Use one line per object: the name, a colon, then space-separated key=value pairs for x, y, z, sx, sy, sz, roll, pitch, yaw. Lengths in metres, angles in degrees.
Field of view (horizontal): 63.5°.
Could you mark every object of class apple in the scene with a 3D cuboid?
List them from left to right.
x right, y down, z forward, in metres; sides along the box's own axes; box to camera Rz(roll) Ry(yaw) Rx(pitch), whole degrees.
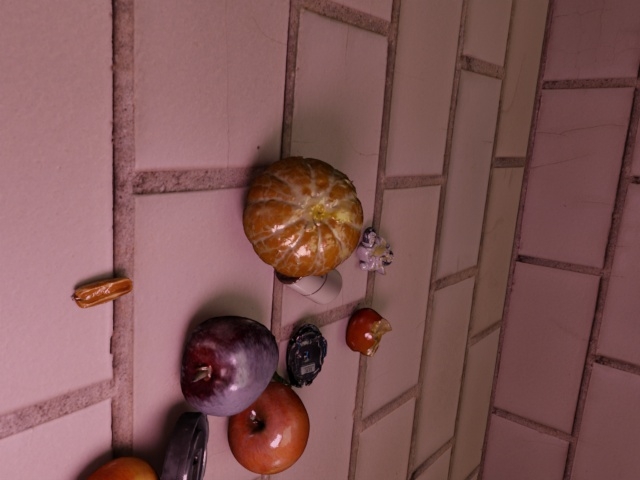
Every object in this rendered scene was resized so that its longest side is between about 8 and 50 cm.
apple: x=-0.470 y=0.613 z=1.173 sx=0.235 sy=0.173 sz=0.210 roll=-64 pitch=145 yaw=-32
apple: x=-0.143 y=0.545 z=1.504 sx=0.254 sy=0.254 sz=0.253 roll=-18 pitch=114 yaw=-47
apple: x=0.162 y=0.332 z=1.874 sx=0.158 sy=0.147 sz=0.156 roll=-52 pitch=168 yaw=-14

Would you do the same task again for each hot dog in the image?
hot dog: x=-0.474 y=0.111 z=1.130 sx=0.133 sy=0.041 sz=0.056 roll=-17 pitch=113 yaw=-39

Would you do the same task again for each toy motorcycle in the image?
toy motorcycle: x=0.195 y=0.055 z=1.885 sx=0.151 sy=0.074 sz=0.228 roll=-60 pitch=140 yaw=-16

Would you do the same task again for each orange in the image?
orange: x=-0.047 y=-0.060 z=1.391 sx=0.329 sy=0.249 sz=0.329 roll=1 pitch=83 yaw=-11

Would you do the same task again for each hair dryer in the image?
hair dryer: x=0.000 y=0.000 z=1.615 sx=0.203 sy=0.128 sz=0.362 roll=37 pitch=64 yaw=-48

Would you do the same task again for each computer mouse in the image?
computer mouse: x=-0.053 y=0.369 z=1.669 sx=0.147 sy=0.077 sz=0.241 roll=-8 pitch=112 yaw=-28

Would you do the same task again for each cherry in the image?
cherry: x=-0.235 y=0.319 z=1.330 sx=0.296 sy=0.218 sz=0.255 roll=2 pitch=91 yaw=-55

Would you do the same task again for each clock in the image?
clock: x=-0.335 y=0.570 z=1.288 sx=0.280 sy=0.055 sz=0.280 roll=5 pitch=90 yaw=-90

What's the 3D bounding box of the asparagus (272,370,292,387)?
asparagus: x=-0.147 y=0.404 z=1.611 sx=0.034 sy=0.027 sz=0.236 roll=-44 pitch=131 yaw=-20
